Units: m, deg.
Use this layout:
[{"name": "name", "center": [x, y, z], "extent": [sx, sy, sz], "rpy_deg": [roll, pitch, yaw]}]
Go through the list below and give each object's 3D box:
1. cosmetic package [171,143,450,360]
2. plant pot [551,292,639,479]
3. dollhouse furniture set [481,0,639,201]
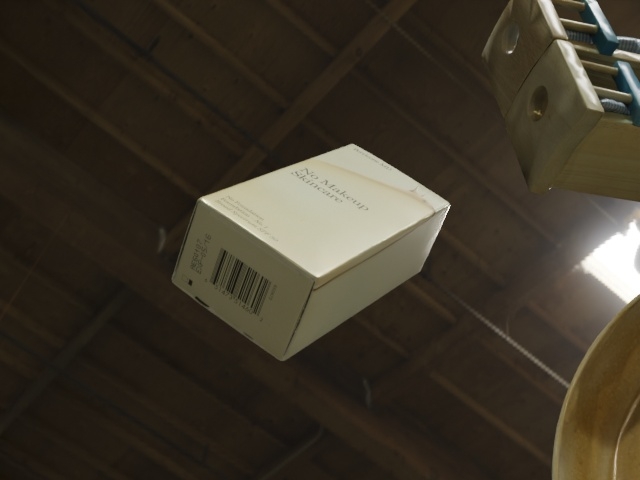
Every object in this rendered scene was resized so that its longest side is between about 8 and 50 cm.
[{"name": "cosmetic package", "center": [0.000, 0.000, 1.043], "extent": [0.160, 0.309, 0.113], "rpy_deg": [33, -59, 19]}, {"name": "plant pot", "center": [0.206, 0.094, 0.338], "extent": [0.236, 0.236, 0.032], "rpy_deg": [-9, -42, 14]}, {"name": "dollhouse furniture set", "center": [0.200, -0.126, 0.526], "extent": [0.129, 0.129, 0.183], "rpy_deg": [7, -43, -19]}]
